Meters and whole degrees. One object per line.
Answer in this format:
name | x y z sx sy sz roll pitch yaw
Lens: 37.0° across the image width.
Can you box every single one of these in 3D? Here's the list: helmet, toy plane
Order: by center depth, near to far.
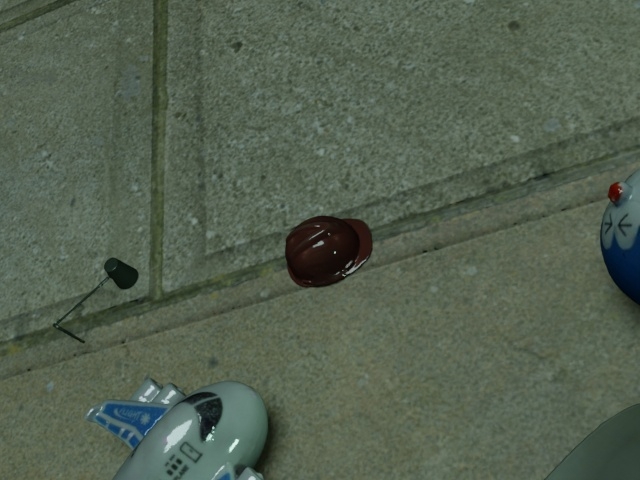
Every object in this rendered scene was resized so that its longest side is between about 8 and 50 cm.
toy plane | -0.162 0.253 1.000 0.266 0.123 0.267 -12 54 17
helmet | 0.000 0.000 1.122 0.111 0.057 0.089 -24 50 11

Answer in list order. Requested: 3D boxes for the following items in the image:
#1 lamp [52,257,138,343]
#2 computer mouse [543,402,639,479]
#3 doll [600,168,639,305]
lamp | -0.287 0.072 1.220 0.041 0.054 0.121 24 72 36
computer mouse | 0.244 0.283 0.798 0.197 0.095 0.331 35 79 34
doll | 0.385 -0.034 0.890 0.256 0.161 0.215 -33 22 -11
